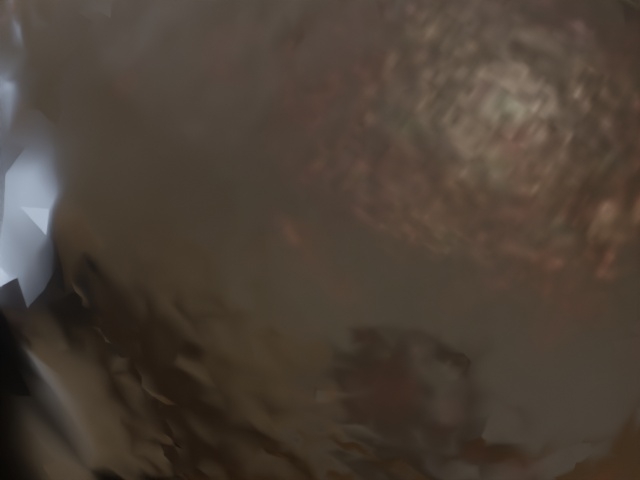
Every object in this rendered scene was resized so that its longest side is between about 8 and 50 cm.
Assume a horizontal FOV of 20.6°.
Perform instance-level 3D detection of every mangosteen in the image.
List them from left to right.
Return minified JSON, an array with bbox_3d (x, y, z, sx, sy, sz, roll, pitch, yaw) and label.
[{"bbox_3d":[0.000,-0.011,0.472,0.313,0.297,0.297,-31,50,7],"label":"mangosteen"}]
